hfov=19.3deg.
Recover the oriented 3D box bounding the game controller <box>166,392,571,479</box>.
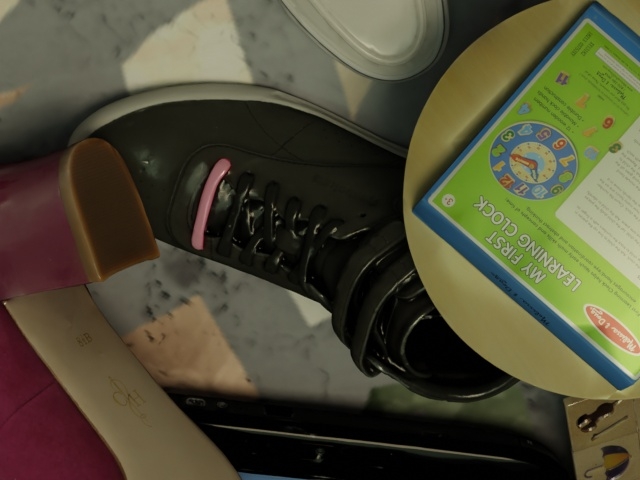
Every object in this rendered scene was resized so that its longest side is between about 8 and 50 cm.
[{"bbox_3d":[-0.010,0.177,1.153,0.319,0.067,0.166,7,113,-4],"label":"game controller"}]

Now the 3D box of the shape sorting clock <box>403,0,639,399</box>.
[{"bbox_3d":[0.144,-0.022,0.948,0.206,0.040,0.206,0,93,4],"label":"shape sorting clock"}]

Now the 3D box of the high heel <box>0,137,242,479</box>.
[{"bbox_3d":[-0.146,0.136,1.059,0.181,0.127,0.377,-14,87,32],"label":"high heel"}]

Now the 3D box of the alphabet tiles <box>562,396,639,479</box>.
[{"bbox_3d":[0.214,0.160,1.132,0.198,0.009,0.237,-17,130,-3],"label":"alphabet tiles"}]

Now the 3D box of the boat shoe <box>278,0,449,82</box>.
[{"bbox_3d":[-0.012,-0.185,0.989,0.095,0.084,0.258,-32,110,11],"label":"boat shoe"}]

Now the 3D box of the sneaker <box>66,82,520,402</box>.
[{"bbox_3d":[0.000,0.000,1.035,0.296,0.147,0.104,16,113,-7],"label":"sneaker"}]
